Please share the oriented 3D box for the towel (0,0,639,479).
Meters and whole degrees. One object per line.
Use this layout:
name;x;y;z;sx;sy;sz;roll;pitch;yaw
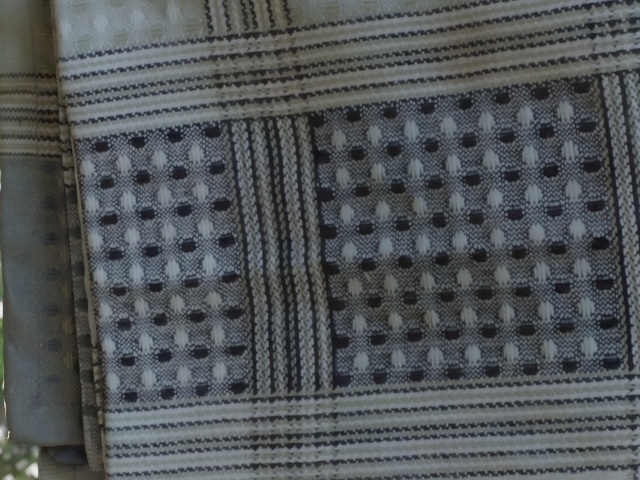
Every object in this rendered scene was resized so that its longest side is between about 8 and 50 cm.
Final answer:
towel;0.000;0.000;0.752;0.324;0.056;0.312;-3;-84;16
